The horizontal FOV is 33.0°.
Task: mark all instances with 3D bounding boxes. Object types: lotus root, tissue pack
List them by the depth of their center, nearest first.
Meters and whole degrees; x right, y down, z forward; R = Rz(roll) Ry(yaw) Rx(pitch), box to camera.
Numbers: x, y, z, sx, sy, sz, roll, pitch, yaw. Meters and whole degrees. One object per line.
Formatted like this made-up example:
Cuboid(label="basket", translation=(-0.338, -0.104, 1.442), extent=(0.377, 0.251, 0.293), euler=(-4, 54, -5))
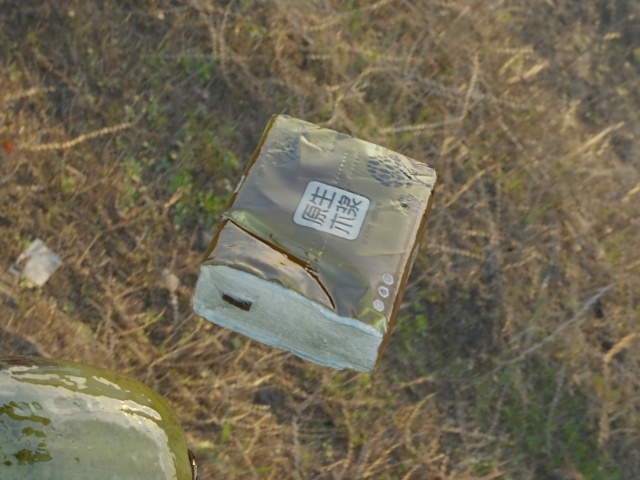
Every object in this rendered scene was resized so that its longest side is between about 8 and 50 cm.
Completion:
Cuboid(label="lotus root", translation=(-0.202, 0.142, 0.639), extent=(0.278, 0.154, 0.154), euler=(12, 62, -32))
Cuboid(label="tissue pack", translation=(0.000, 0.000, 1.025), extent=(0.183, 0.092, 0.226), euler=(18, 46, 5))
